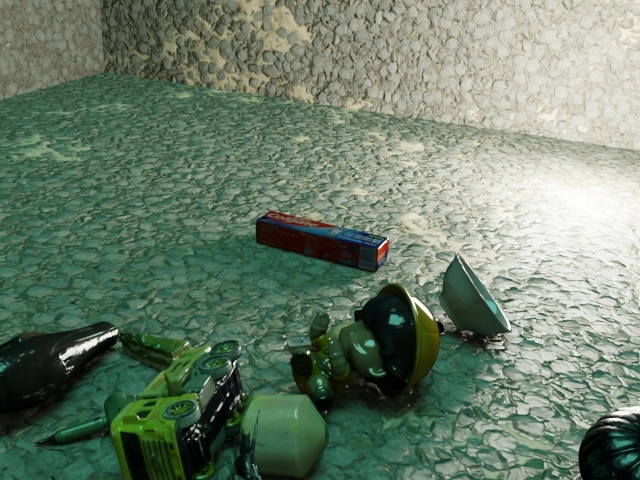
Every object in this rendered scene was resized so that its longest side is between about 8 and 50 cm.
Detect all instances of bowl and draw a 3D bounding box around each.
[{"bbox_3d":[0.289,0.122,1.408,0.086,0.189,0.189,-35,21,13],"label":"bowl"}]

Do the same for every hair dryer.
[{"bbox_3d":[-0.351,0.280,1.072,0.150,0.048,0.071,-13,29,-19],"label":"hair dryer"},{"bbox_3d":[-0.555,0.189,1.206,0.359,0.120,0.303,2,14,19],"label":"hair dryer"}]

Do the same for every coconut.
[{"bbox_3d":[-0.048,0.278,1.026,0.122,0.116,0.116,2,24,11],"label":"coconut"}]

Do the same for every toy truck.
[{"bbox_3d":[-0.205,0.250,1.043,0.157,0.124,0.272,-7,16,14],"label":"toy truck"}]

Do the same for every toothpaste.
[{"bbox_3d":[0.001,0.000,1.707,0.320,0.066,0.076,14,26,21],"label":"toothpaste"}]

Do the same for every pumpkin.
[{"bbox_3d":[0.455,0.316,0.982,0.194,0.150,0.194,19,9,-3],"label":"pumpkin"}]

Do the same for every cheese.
[{"bbox_3d":[0.032,0.185,1.331,0.191,0.038,0.097,-2,24,-13],"label":"cheese"}]

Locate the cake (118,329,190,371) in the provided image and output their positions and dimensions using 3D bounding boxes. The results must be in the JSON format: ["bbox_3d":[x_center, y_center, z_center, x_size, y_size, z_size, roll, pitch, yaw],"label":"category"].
[{"bbox_3d":[-0.301,0.195,1.250,0.139,0.051,0.055,7,26,13],"label":"cake"}]

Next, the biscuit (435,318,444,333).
[{"bbox_3d":[0.204,0.161,1.420,0.089,0.027,0.087,8,26,11],"label":"biscuit"}]

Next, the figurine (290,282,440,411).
[{"bbox_3d":[0.076,0.187,1.192,0.256,0.167,0.192,-24,43,-6],"label":"figurine"}]

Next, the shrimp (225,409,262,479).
[{"bbox_3d":[-0.080,0.352,0.836,0.145,0.117,0.343,10,33,-12],"label":"shrimp"}]
